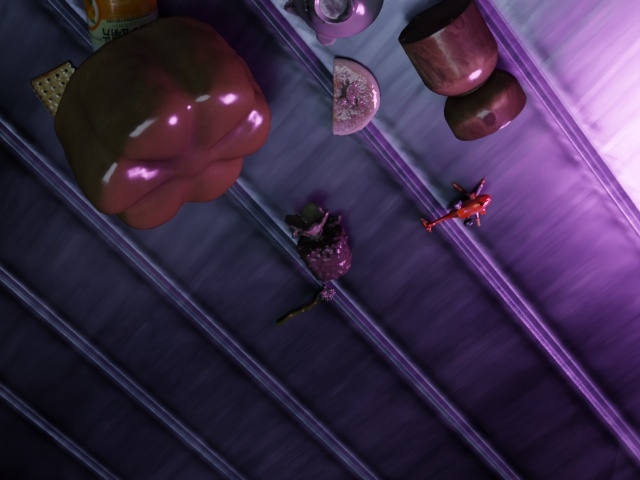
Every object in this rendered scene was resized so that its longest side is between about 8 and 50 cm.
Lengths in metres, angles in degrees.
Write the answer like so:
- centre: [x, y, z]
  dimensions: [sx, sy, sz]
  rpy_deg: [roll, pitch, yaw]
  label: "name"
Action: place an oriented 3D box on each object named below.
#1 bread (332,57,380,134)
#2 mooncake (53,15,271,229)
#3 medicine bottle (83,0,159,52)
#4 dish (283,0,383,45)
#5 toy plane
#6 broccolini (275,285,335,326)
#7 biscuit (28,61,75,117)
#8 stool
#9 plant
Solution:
- centre: [0.083, -0.329, 2.007]
  dimensions: [0.112, 0.036, 0.193]
  rpy_deg: [4, 125, 5]
  label: "bread"
- centre: [-0.330, -0.246, 1.872]
  dimensions: [0.467, 0.467, 0.262]
  rpy_deg: [-50, 64, 32]
  label: "mooncake"
- centre: [-0.437, -0.510, 1.890]
  dimensions: [0.158, 0.158, 0.318]
  rpy_deg: [2, 124, 7]
  label: "medicine bottle"
- centre: [0.022, -0.521, 1.853]
  dimensions: [0.228, 0.086, 0.236]
  rpy_deg: [-3, 123, 11]
  label: "dish"
- centre: [0.331, -0.076, 2.123]
  dimensions: [0.194, 0.077, 0.126]
  rpy_deg: [-6, 115, 24]
  label: "toy plane"
- centre: [-0.042, 0.187, 2.387]
  dimensions: [0.044, 0.042, 0.218]
  rpy_deg: [41, 127, -20]
  label: "broccolini"
- centre: [-0.612, -0.334, 2.124]
  dimensions: [0.144, 0.016, 0.203]
  rpy_deg: [-22, 117, 22]
  label: "biscuit"
- centre: [0.307, -0.371, 1.855]
  dimensions: [0.179, 0.179, 0.264]
  rpy_deg: [-25, 118, 23]
  label: "stool"
- centre: [0.000, 0.000, 2.186]
  dimensions: [0.142, 0.131, 0.203]
  rpy_deg: [-8, 132, 16]
  label: "plant"
